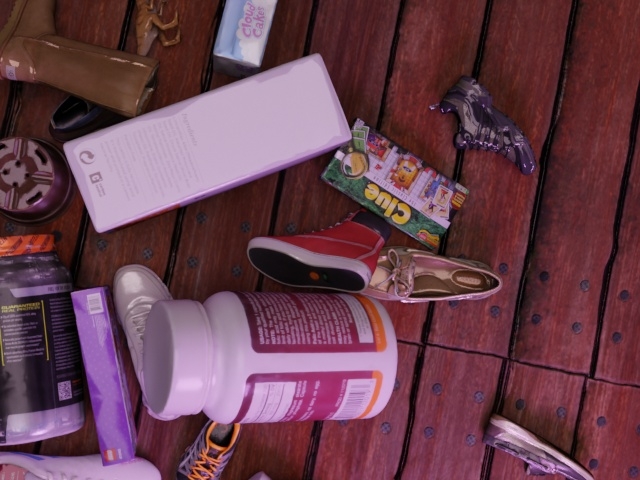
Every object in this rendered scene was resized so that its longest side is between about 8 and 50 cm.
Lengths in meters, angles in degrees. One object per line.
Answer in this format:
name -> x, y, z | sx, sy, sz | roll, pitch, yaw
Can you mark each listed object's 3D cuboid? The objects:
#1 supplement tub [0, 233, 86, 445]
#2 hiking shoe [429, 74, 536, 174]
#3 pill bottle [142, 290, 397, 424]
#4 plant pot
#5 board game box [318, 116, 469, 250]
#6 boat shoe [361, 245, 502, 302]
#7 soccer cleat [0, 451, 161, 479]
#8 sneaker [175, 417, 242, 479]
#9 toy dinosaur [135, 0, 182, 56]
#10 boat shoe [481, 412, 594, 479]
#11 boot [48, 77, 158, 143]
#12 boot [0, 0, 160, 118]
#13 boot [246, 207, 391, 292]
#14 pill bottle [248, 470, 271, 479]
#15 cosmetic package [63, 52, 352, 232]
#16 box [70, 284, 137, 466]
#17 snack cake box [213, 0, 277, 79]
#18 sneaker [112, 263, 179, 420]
supplement tub -> -0.516, 0.164, 1.704 | 0.207, 0.207, 0.337 | -5, 89, -7
hiking shoe -> 0.310, -0.199, 1.902 | 0.114, 0.086, 0.227 | -41, 88, 7
pill bottle -> -0.089, 0.198, 1.711 | 0.392, 0.224, 0.224 | 3, 88, -25
plant pot -> -0.514, -0.108, 1.742 | 0.167, 0.165, 0.166 | 0, 90, -8
board game box -> 0.139, -0.104, 1.882 | 0.260, 0.030, 0.136 | 31, 87, -12
boat shoe -> 0.192, 0.063, 1.867 | 0.285, 0.089, 0.104 | 1, 89, -7
soccer cleat -> -0.446, 0.432, 1.749 | 0.331, 0.143, 0.116 | 3, 88, -8
sneaker -> -0.202, 0.388, 1.813 | 0.084, 0.083, 0.214 | 23, 87, -8
toy dinosaur -> -0.313, -0.378, 1.831 | 0.112, 0.064, 0.211 | 2, 73, 2
boat shoe -> 0.406, 0.408, 1.897 | 0.224, 0.080, 0.073 | 32, 90, 0
boot -> -0.386, -0.243, 1.790 | 0.219, 0.106, 0.082 | -34, 93, -7
boot -> -0.410, -0.330, 1.749 | 0.270, 0.089, 0.236 | 14, 58, 2
boot -> 0.000, 0.000, 1.856 | 0.244, 0.088, 0.176 | 10, 46, 18
pill bottle -> -0.043, 0.538, 1.798 | 0.146, 0.146, 0.264 | -45, 94, -6
cosmetic package -> -0.195, -0.162, 1.754 | 0.453, 0.230, 0.161 | -21, 92, -7
box -> -0.370, 0.225, 1.735 | 0.057, 0.201, 0.293 | -10, 90, -9
snack cake box -> -0.121, -0.433, 1.806 | 0.089, 0.152, 0.264 | 14, 87, -7
sneaker -> -0.298, 0.181, 1.789 | 0.110, 0.118, 0.292 | -18, 90, -6
